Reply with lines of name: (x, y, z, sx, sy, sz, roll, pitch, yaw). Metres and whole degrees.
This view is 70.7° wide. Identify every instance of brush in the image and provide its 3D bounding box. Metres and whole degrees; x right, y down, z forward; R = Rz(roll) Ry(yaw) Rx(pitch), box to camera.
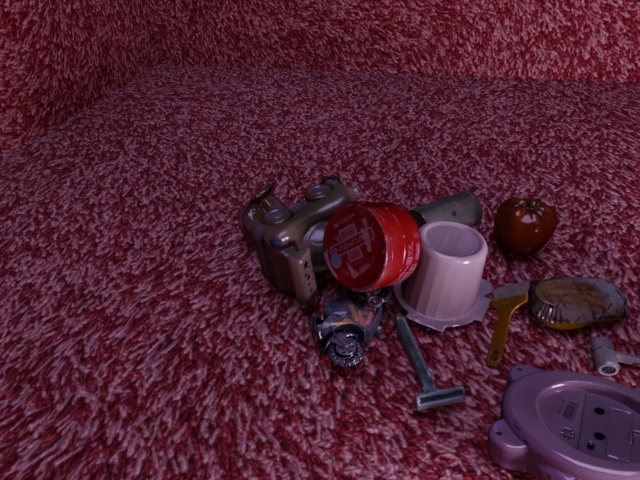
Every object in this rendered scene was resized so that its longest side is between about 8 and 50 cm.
brush: (0.466, 0.208, 1.148, 0.103, 0.013, 0.272, -25, 24, 48)

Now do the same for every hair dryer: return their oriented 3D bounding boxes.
hair dryer: (0.712, 0.281, 1.053, 0.137, 0.047, 0.082, 12, 41, 8)

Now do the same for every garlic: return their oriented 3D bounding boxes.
garlic: (-0.145, -0.100, 1.483, 0.257, 0.207, 0.207, -9, 38, -19)

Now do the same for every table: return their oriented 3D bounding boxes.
table: (0.397, -0.072, 1.458, 0.220, 0.126, 0.126, -20, 41, -22)

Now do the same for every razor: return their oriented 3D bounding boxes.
razor: (0.234, 0.285, 1.081, 0.111, 0.056, 0.278, -9, 31, -7)

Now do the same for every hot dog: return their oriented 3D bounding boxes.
hot dog: (0.669, 0.160, 1.180, 0.271, 0.081, 0.162, -2, 43, -9)

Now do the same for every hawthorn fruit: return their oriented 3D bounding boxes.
hawthorn fruit: (0.613, -0.043, 1.368, 0.189, 0.189, 0.189, -2, 38, 2)

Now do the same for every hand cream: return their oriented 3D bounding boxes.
hand cream: (0.130, 0.013, 1.139, 0.149, 0.230, 0.230, -3, 31, -40)

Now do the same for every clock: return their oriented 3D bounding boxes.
clock: (0.509, 0.374, 0.864, 0.322, 0.113, 0.295, 9, 31, 31)

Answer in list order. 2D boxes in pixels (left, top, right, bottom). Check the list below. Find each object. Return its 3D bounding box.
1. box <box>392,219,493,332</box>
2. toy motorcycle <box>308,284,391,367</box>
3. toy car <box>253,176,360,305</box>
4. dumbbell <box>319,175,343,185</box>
box: (0.352, 0.075, 1.195, 0.291, 0.206, 0.262, -6, 39, -10)
toy motorcycle: (0.071, 0.195, 1.159, 0.173, 0.108, 0.307, 9, 37, 24)
toy car: (0.000, 0.000, 1.298, 0.336, 0.242, 0.226, -32, 40, -28)
dumbbell: (0.038, -0.148, 1.616, 0.092, 0.082, 0.230, 0, 38, 3)
